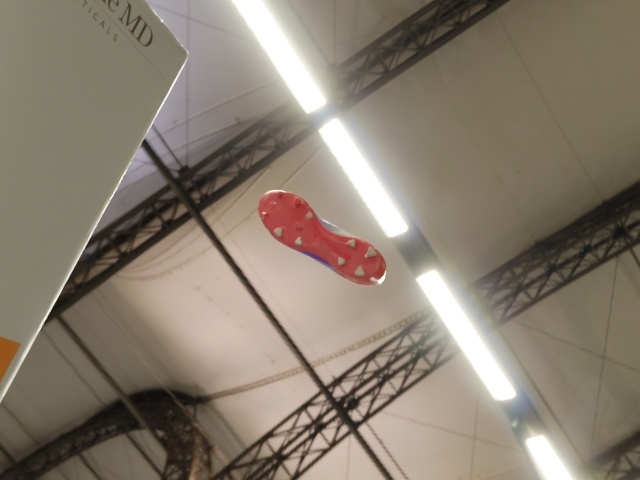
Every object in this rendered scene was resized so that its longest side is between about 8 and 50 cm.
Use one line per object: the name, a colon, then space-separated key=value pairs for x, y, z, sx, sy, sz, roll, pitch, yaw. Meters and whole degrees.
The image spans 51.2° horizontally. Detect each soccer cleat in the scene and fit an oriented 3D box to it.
soccer cleat: x=0.000 y=0.000 z=1.101 sx=0.248 sy=0.083 sz=0.095 roll=30 pitch=-10 yaw=23

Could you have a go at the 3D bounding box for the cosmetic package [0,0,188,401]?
cosmetic package: x=-0.317 y=-0.044 z=0.536 sx=0.161 sy=0.454 sz=0.230 roll=16 pitch=-16 yaw=28
